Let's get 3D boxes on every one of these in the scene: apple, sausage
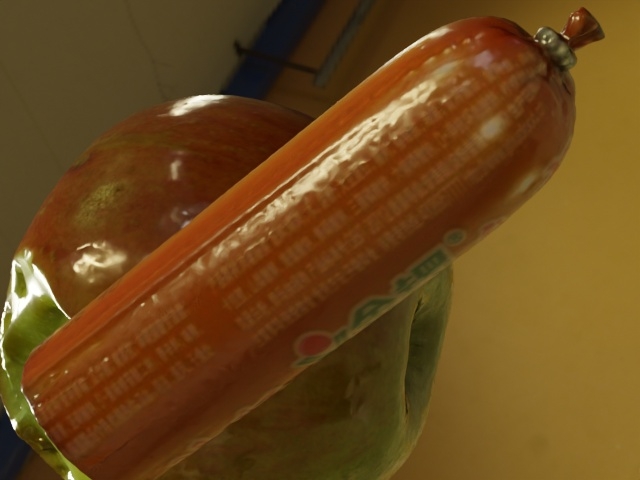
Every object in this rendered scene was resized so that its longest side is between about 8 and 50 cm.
[{"bbox_3d":[-0.063,0.061,0.843,0.339,0.339,0.340,-48,-33,-46],"label":"apple"},{"bbox_3d":[0.000,0.000,0.509,0.312,0.093,0.093,-37,-14,18],"label":"sausage"}]
